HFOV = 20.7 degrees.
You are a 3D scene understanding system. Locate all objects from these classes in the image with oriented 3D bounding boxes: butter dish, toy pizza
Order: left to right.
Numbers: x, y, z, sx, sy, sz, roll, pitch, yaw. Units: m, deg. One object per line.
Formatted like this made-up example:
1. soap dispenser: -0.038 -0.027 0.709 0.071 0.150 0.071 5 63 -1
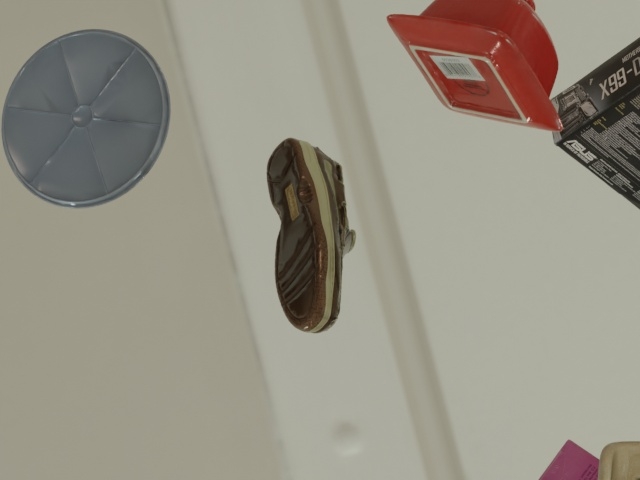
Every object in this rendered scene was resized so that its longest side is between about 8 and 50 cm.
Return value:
1. toy pizza: -0.254 -0.132 1.914 0.201 0.201 0.032 -15 165 14
2. butter dish: 0.175 -0.200 1.754 0.160 0.160 0.118 16 -115 42

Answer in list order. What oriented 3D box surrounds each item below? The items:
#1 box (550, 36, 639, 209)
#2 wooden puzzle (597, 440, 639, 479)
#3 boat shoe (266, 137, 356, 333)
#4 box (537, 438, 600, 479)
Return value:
1. box: 0.442 -0.113 1.919 0.307 0.076 0.242 34 128 -27
2. wooden puzzle: 0.332 0.278 1.473 0.238 0.221 0.044 1 -171 -20
3. boat shoe: 0.005 -0.004 2.048 0.095 0.257 0.095 18 142 -34
4. box: 0.316 0.395 2.134 0.213 0.117 0.243 -52 145 -7
